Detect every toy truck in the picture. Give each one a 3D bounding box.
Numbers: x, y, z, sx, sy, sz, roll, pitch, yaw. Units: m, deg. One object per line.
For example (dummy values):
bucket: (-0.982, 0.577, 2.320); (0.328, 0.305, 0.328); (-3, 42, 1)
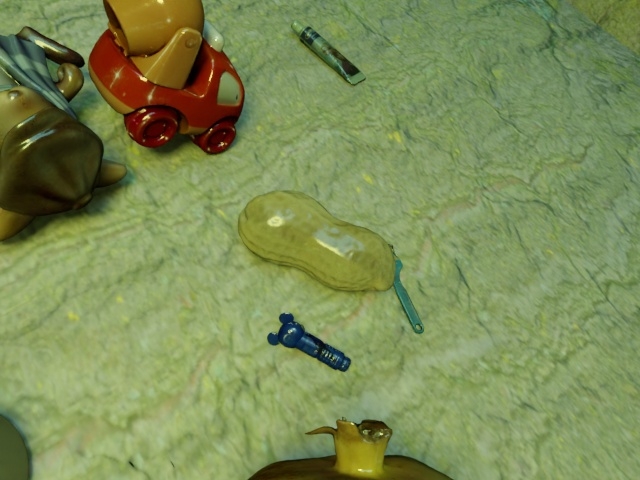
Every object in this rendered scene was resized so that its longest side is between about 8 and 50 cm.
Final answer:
toy truck: (-0.219, -0.282, 0.685); (0.189, 0.239, 0.265); (52, 31, 18)

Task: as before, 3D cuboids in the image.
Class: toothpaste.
toothpaste: (0.014, -0.441, 1.025); (0.216, 0.037, 0.062); (43, 53, 6)

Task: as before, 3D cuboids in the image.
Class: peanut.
peanut: (0.000, 0.000, 0.676); (0.257, 0.123, 0.123); (22, 53, -7)

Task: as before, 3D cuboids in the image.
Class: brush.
brush: (0.131, 0.078, 0.729); (0.051, 0.014, 0.164); (-11, 63, -24)

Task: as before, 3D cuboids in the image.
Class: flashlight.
flashlight: (-0.013, 0.147, 0.621); (0.121, 0.057, 0.035); (29, 15, -5)

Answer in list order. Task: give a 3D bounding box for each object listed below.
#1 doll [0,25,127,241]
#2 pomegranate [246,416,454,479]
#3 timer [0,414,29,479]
doll: (-0.430, -0.180, 0.587); (0.318, 0.209, 0.340); (-26, 65, -39)
pomegranate: (0.029, 0.315, 0.365); (0.319, 0.319, 0.319); (9, 55, -13)
timer: (-0.354, 0.186, 0.332); (0.175, 0.266, 0.175); (9, 55, -13)
